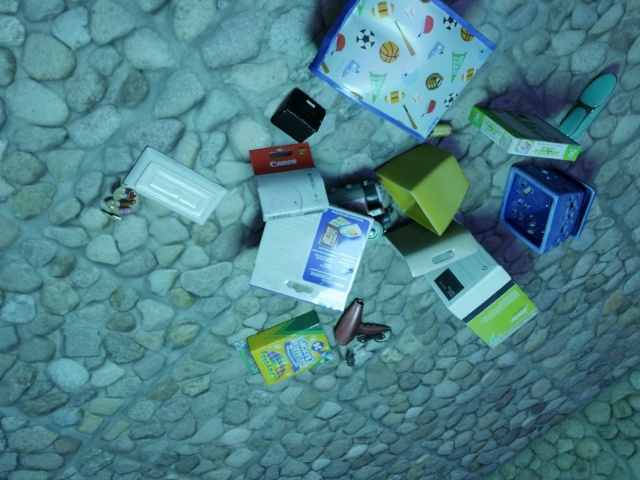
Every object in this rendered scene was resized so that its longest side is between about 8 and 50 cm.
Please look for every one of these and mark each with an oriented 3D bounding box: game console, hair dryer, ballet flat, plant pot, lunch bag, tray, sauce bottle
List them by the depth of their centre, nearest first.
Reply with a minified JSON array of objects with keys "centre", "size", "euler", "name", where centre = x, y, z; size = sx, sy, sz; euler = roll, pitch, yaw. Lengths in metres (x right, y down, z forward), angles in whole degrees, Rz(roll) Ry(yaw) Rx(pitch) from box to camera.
[{"centre":[0.196,-0.501,1.441],"size":[0.385,0.239,0.328],"euler":[18,118,-35],"name":"lunch bag"},{"centre":[-0.063,-0.358,1.586],"size":[0.122,0.071,0.107],"euler":[31,79,-33],"name":"game console"},{"centre":[-0.418,-0.148,1.598],"size":[0.270,0.030,0.145],"euler":[29,111,-32],"name":"tray"},{"centre":[0.348,-0.344,1.716],"size":[0.128,0.042,0.042],"euler":[-5,124,-13],"name":"sauce bottle"},{"centre":[0.339,-0.179,1.733],"size":[0.187,0.212,0.212],"euler":[-43,126,-3],"name":"plant pot"},{"centre":[0.887,-0.437,1.821],"size":[0.087,0.083,0.247],"euler":[8,123,-51],"name":"ballet flat"},{"centre":[0.790,-0.124,1.901],"size":[0.212,0.236,0.236],"euler":[-12,126,-19],"name":"plant pot"},{"centre":[0.153,0.334,2.106],"size":[0.223,0.080,0.294],"euler":[-32,134,-16],"name":"hair dryer"}]

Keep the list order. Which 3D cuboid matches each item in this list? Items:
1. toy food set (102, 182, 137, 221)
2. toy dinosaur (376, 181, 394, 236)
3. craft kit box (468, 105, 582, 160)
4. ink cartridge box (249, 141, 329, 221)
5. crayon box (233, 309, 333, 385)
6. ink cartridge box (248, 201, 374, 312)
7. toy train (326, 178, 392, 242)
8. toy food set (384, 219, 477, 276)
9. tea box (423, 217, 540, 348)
[{"centre":[-0.567,-0.110,1.574],"size":[0.078,0.019,0.122],"euler":[30,116,-34],"name":"toy food set"},{"centre":[0.174,-0.076,1.826],"size":[0.118,0.064,0.268],"euler":[17,118,-11],"name":"toy dinosaur"},{"centre":[0.622,-0.331,1.686],"size":[0.246,0.250,0.061],"euler":[5,122,-21],"name":"craft kit box"},{"centre":[-0.093,-0.179,1.567],"size":[0.188,0.233,0.066],"euler":[-10,166,-12],"name":"ink cartridge box"},{"centre":[-0.132,0.410,2.037],"size":[0.322,0.083,0.203],"euler":[-22,127,-3],"name":"crayon box"},{"centre":[-0.030,0.028,1.644],"size":[0.303,0.072,0.307],"euler":[17,104,-3],"name":"ink cartridge box"},{"centre":[0.052,-0.072,1.717],"size":[0.333,0.142,0.190],"euler":[-15,111,3],"name":"toy train"},{"centre":[0.351,0.012,1.802],"size":[0.219,0.306,0.093],"euler":[-22,110,-2],"name":"toy food set"},{"centre":[0.532,0.143,1.926],"size":[0.220,0.329,0.323],"euler":[-42,127,11],"name":"tea box"}]
